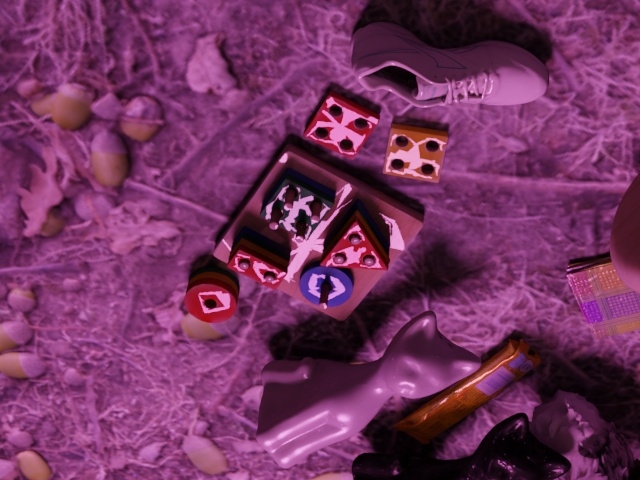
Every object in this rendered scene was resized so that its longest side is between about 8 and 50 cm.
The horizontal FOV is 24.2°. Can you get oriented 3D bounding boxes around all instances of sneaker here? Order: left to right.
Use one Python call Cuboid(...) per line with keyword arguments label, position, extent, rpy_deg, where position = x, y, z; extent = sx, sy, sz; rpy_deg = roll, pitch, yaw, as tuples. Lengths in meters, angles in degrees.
Cuboid(label="sneaker", position=(0.095, -0.120, 1.114), extent=(0.152, 0.061, 0.054), rpy_deg=(8, 127, 0))

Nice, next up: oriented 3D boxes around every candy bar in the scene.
Cuboid(label="candy bar", position=(0.132, 0.138, 1.340), extent=(0.040, 0.018, 0.161), rpy_deg=(34, 124, -23))

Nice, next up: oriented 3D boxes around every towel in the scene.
Cuboid(label="towel", position=(0.246, 0.046, 1.257), extent=(0.060, 0.009, 0.083), rpy_deg=(-16, 125, 18))

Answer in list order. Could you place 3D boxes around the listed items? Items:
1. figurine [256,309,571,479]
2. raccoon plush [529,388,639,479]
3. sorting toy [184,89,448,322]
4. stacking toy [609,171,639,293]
Cuboid(label="figurine", position=(0.078, 0.164, 1.301), extent=(0.209, 0.092, 0.215), rpy_deg=(-27, 116, 34))
Cuboid(label="raccoon plush", position=(0.410, 0.286, 1.366), extent=(0.216, 0.299, 0.446), rpy_deg=(-25, 90, 42))
Cuboid(label="sorting toy", position=(0.000, 0.000, 1.231), extent=(0.132, 0.046, 0.274), rpy_deg=(28, 126, -14))
Cuboid(label="stacking toy", position=(0.385, 0.053, 1.175), extent=(0.330, 0.141, 0.141), rpy_deg=(34, 125, -24))
